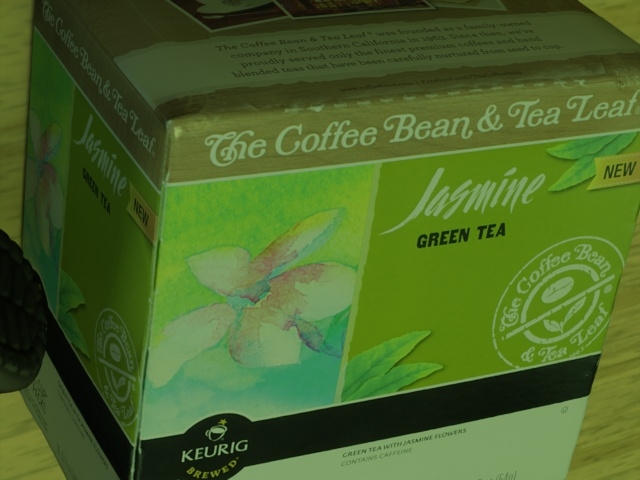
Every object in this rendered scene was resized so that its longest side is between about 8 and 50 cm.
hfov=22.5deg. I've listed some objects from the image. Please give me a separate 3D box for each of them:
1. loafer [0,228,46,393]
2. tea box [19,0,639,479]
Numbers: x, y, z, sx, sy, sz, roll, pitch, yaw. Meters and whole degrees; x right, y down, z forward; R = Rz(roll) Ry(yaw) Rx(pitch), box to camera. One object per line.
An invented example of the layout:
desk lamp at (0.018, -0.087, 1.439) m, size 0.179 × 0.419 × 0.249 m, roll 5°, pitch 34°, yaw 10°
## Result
loafer at (-0.292, -0.003, 0.789) m, size 0.130 × 0.133 × 0.366 m, roll -26°, pitch 136°, yaw 20°
tea box at (0.000, 0.000, 1.024) m, size 0.329 × 0.220 × 0.323 m, roll -9°, pitch 124°, yaw -26°
